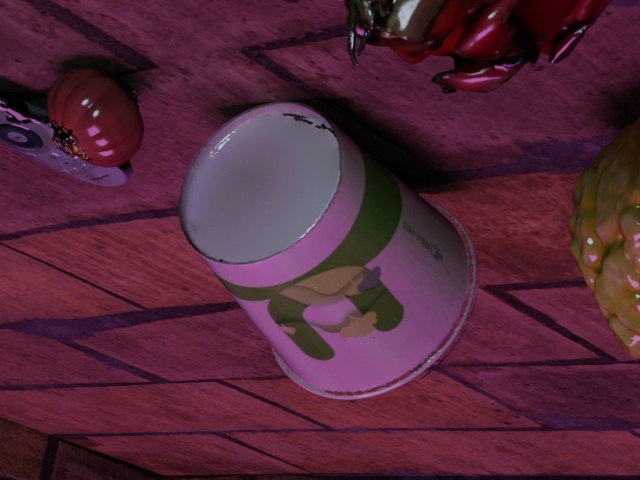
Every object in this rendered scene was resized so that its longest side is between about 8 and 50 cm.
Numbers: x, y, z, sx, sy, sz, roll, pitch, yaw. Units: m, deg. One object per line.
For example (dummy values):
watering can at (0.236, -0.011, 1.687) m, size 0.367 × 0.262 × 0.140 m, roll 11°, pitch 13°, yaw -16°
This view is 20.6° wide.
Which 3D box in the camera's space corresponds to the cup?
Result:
cup at (0.000, 0.000, 1.834) m, size 0.253 × 0.253 × 0.274 m, roll -2°, pitch 150°, yaw 29°

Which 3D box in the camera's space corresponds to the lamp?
lamp at (-0.226, -0.123, 1.765) m, size 0.107 × 0.092 × 0.107 m, roll 40°, pitch 159°, yaw 19°

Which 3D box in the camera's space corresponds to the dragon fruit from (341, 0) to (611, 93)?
dragon fruit at (0.097, -0.203, 1.117) m, size 0.234 × 0.293 × 0.234 m, roll 9°, pitch 120°, yaw 17°

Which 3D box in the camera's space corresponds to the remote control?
remote control at (-0.307, -0.122, 1.888) m, size 0.097 × 0.045 × 0.256 m, roll -12°, pitch 150°, yaw 45°

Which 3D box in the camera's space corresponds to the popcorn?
popcorn at (0.367, 0.001, 1.614) m, size 0.293 × 0.293 × 0.237 m, roll 20°, pitch 140°, yaw -30°
